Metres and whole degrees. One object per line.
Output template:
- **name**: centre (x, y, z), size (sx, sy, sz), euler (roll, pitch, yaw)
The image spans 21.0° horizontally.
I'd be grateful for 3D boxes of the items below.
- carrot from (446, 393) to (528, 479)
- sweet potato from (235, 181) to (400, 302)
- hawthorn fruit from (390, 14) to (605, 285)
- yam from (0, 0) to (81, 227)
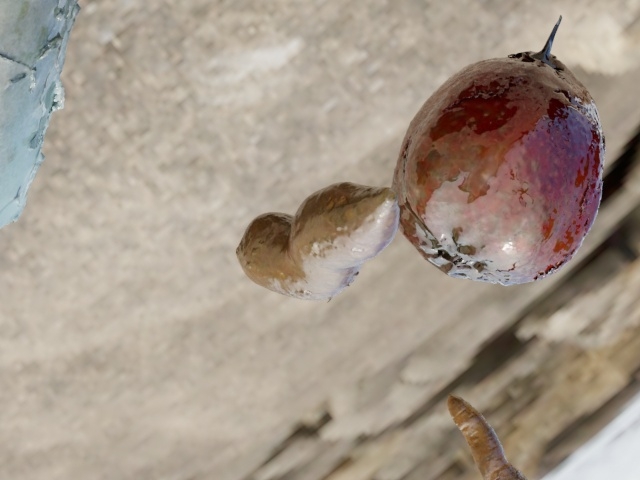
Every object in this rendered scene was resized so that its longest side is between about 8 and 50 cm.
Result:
- **carrot**: centre (0.156, 0.201, 1.483), size (0.036, 0.165, 0.035), euler (-34, 168, -8)
- **sweet potato**: centre (0.002, 0.003, 1.036), size (0.051, 0.065, 0.218), euler (-44, -170, -25)
- **hawthorn fruit**: centre (0.161, -0.077, 1.412), size (0.235, 0.181, 0.181), euler (-61, 167, -11)
- **yam**: centre (-0.287, -0.185, 1.267), size (0.241, 0.241, 0.348), euler (-24, 150, -42)
